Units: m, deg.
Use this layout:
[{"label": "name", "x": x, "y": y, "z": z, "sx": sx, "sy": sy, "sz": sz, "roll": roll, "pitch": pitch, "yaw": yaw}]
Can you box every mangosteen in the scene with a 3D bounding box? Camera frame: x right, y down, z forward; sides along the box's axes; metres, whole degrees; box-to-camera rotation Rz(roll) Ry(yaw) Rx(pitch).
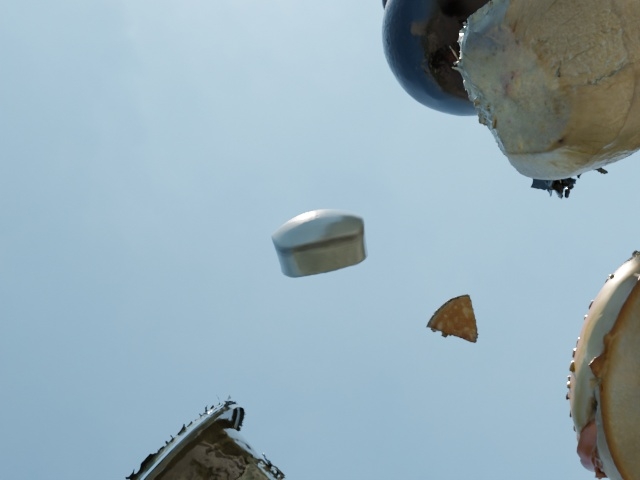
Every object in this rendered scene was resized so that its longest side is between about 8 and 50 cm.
[{"label": "mangosteen", "x": 0.232, "y": -0.345, "z": 1.591, "sx": 0.296, "sy": 0.313, "sz": 0.297, "roll": -3, "pitch": -81, "yaw": -22}]

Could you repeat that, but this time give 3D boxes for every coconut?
[{"label": "coconut", "x": 0.222, "y": -0.147, "z": 0.845, "sx": 0.194, "sy": 0.194, "sz": 0.194, "roll": -14, "pitch": -70, "yaw": -43}]

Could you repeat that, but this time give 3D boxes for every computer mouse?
[{"label": "computer mouse", "x": 0.000, "y": 0.000, "z": 1.298, "sx": 0.127, "sy": 0.231, "sz": 0.079, "roll": -10, "pitch": -89, "yaw": -3}]

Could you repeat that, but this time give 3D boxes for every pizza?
[{"label": "pizza", "x": 0.209, "y": 0.129, "z": 1.500, "sx": 0.083, "sy": 0.078, "sz": 0.025, "roll": -34, "pitch": -11, "yaw": -7}]

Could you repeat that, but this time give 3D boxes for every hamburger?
[{"label": "hamburger", "x": 0.297, "y": 0.104, "z": 0.808, "sx": 0.236, "sy": 0.147, "sz": 0.237, "roll": -8, "pitch": -78, "yaw": -40}]

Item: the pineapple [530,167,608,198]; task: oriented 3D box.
[{"label": "pineapple", "x": 0.380, "y": -0.168, "z": 1.400, "sx": 0.251, "sy": 0.125, "sz": 0.125, "roll": -55, "pitch": -47, "yaw": -16}]

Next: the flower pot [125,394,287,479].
[{"label": "flower pot", "x": -0.087, "y": 0.345, "z": 1.023, "sx": 0.290, "sy": 0.259, "sz": 0.290, "roll": -51, "pitch": -13, "yaw": -17}]
